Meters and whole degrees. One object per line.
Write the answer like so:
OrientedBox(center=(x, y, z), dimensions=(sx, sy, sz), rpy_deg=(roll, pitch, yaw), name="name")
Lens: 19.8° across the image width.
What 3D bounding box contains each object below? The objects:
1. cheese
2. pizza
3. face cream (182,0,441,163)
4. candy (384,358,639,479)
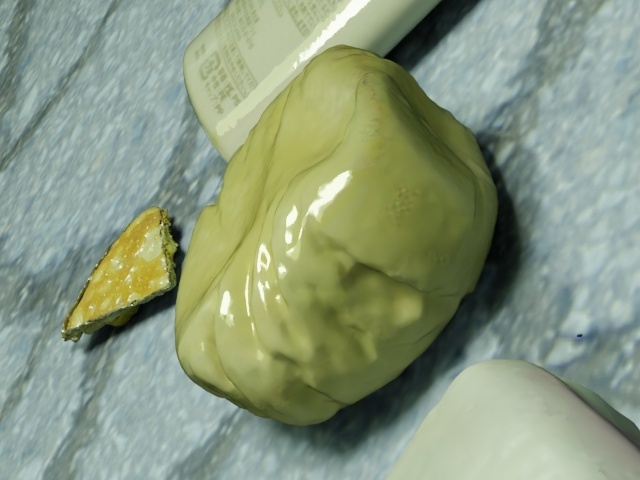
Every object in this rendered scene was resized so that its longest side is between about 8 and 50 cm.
OrientedBox(center=(0.000, 0.000, 1.072), dimensions=(0.214, 0.117, 0.226), rpy_deg=(-50, 24, 15), name="cheese")
OrientedBox(center=(-0.131, 0.032, 1.308), dimensions=(0.123, 0.026, 0.108), rpy_deg=(-56, 32, -9), name="pizza")
OrientedBox(center=(0.048, -0.204, 1.240), dimensions=(0.348, 0.081, 0.173), rpy_deg=(-44, 30, 17), name="face cream")
OrientedBox(center=(0.045, 0.237, 0.707), dimensions=(0.359, 0.145, 0.208), rpy_deg=(-54, 29, 2), name="candy")
